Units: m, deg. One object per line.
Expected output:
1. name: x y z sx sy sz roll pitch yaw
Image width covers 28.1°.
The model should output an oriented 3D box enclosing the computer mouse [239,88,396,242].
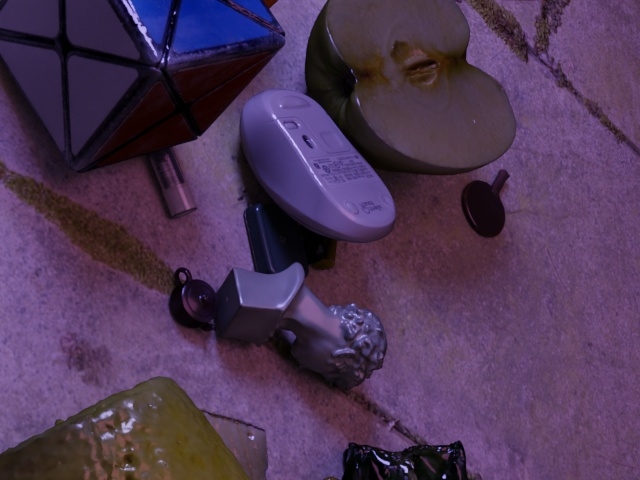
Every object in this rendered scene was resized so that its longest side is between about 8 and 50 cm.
1. computer mouse: -0.019 -0.098 1.946 0.297 0.121 0.184 53 30 12

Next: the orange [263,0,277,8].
1. orange: -0.163 -0.446 1.907 0.261 0.261 0.261 22 56 -37

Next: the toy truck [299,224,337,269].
1. toy truck: 0.000 0.000 1.993 0.054 0.049 0.083 29 53 -34

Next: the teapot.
1. teapot: -0.173 0.082 1.780 0.068 0.045 0.100 -26 90 -50

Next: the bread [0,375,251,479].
1. bread: -0.227 0.340 1.396 0.348 0.348 0.308 -29 83 -48

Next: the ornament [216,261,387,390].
1. ornament: -0.022 0.115 1.855 0.285 0.130 0.120 33 37 -30

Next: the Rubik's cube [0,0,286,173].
1. Rubik's cube: -0.247 -0.275 1.704 0.259 0.255 0.260 -19 74 -48

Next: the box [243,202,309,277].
1. box: -0.065 0.004 1.938 0.091 0.031 0.126 4 66 -44

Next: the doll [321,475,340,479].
1. doll: -0.006 0.415 1.739 0.209 0.097 0.137 -32 110 -49

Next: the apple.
1. apple: 0.137 -0.270 2.098 0.360 0.320 0.312 -15 120 -42

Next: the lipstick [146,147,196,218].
1. lipstick: -0.220 -0.103 1.830 0.040 0.040 0.141 -17 84 -48

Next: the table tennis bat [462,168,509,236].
1. table tennis bat: 0.346 -0.092 2.334 0.107 0.119 0.170 49 45 -16

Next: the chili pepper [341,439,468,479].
1. chili pepper: 0.117 0.364 1.883 0.264 0.116 0.148 18 56 -52

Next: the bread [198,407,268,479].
1. bread: -0.139 0.290 1.697 0.232 0.064 0.172 57 42 -10
